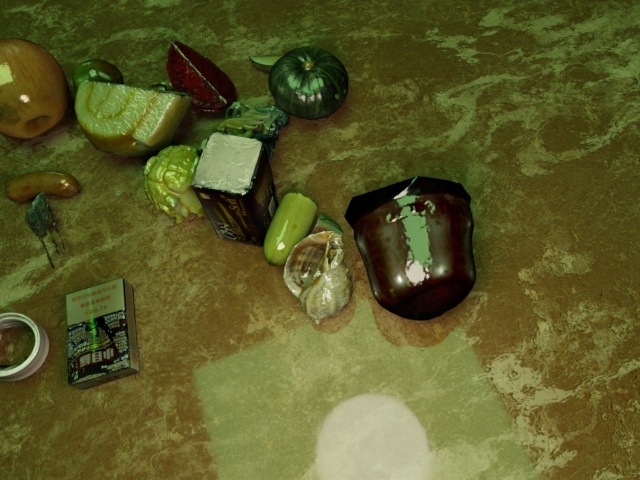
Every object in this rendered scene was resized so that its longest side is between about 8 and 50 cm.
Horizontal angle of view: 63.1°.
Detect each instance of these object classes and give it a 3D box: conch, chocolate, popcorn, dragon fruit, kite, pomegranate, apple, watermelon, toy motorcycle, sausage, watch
[{"bbox_3d":[0.012,0.112,1.609,0.210,0.158,0.292,24,99,37],"label":"conch"},{"bbox_3d":[0.269,0.053,1.498,0.383,0.384,0.332,-3,66,7],"label":"chocolate"},{"bbox_3d":[-0.480,-0.192,1.794,0.236,0.293,0.293,0,64,1],"label":"popcorn"},{"bbox_3d":[-0.467,-0.613,2.053,0.317,0.205,0.152,47,117,-2],"label":"dragon fruit"},{"bbox_3d":[-0.992,-0.036,1.889,0.152,0.015,0.286,-45,65,21],"label":"kite"},{"bbox_3d":[-0.891,-0.612,2.072,0.198,0.198,0.246,-4,39,7],"label":"pomegranate"},{"bbox_3d":[-1.164,-0.579,2.025,0.363,0.364,0.364,-3,63,7],"label":"apple"},{"bbox_3d":[0.008,-0.012,1.706,0.097,0.121,0.158,32,75,-2],"label":"watermelon"},{"bbox_3d":[-0.250,-0.385,1.852,0.236,0.169,0.410,7,37,4],"label":"toy motorcycle"},{"bbox_3d":[-1.040,-0.207,1.960,0.270,0.109,0.109,-3,63,7],"label":"sausage"},{"bbox_3d":[-1.003,0.357,1.657,0.231,0.196,0.244,18,67,-7],"label":"watch"}]

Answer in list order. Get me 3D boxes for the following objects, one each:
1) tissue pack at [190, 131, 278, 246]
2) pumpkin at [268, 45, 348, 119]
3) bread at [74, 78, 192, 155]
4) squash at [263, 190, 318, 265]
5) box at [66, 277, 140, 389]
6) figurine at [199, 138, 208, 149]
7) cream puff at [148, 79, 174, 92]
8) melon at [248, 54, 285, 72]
[{"bbox_3d":[-0.253,-0.149,1.669,0.198,0.370,0.210,8,64,7],"label":"tissue pack"},{"bbox_3d":[-0.042,-0.576,1.938,0.299,0.207,0.300,2,52,-2],"label":"pumpkin"},{"bbox_3d":[-0.679,-0.442,1.933,0.394,0.239,0.264,13,100,14],"label":"bread"},{"bbox_3d":[-0.107,-0.026,1.716,0.132,0.132,0.247,15,68,15],"label":"squash"},{"bbox_3d":[-0.697,0.294,1.669,0.198,0.084,0.310,-16,62,0],"label":"box"},{"bbox_3d":[-0.417,-0.308,1.926,0.178,0.109,0.130,34,95,25],"label":"figurine"},{"bbox_3d":[-0.614,-0.580,2.073,0.133,0.120,0.104,21,47,6],"label":"cream puff"},{"bbox_3d":[-0.209,-0.722,2.117,0.182,0.054,0.098,2,58,9],"label":"melon"}]
